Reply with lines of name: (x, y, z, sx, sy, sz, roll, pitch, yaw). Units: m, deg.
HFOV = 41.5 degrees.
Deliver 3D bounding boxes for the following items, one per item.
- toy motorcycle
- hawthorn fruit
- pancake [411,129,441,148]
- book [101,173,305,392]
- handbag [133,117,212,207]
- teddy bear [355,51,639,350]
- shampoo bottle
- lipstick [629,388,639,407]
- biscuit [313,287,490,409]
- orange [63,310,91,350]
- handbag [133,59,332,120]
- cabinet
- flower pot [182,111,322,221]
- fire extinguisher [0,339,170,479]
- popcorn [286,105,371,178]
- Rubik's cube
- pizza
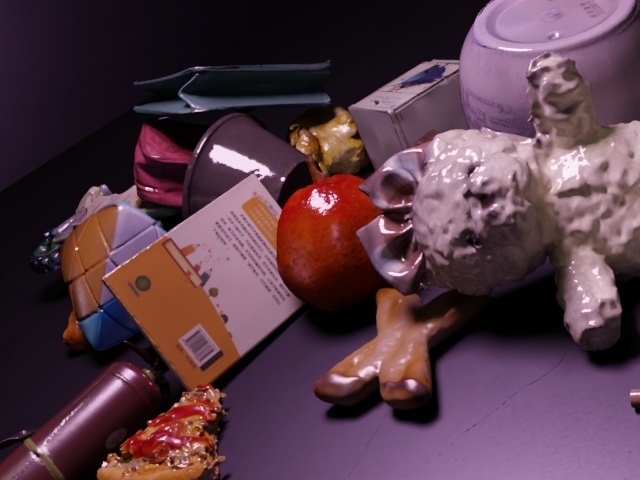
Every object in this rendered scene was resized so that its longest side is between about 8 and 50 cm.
toy motorcycle: (-0.403, -0.020, 1.722, 0.410, 0.168, 0.237, -3, 39, 30)
hawthorn fruit: (0.020, -0.017, 1.189, 0.197, 0.225, 0.196, -17, 19, 6)
pancake: (0.280, -0.144, 1.364, 0.288, 0.033, 0.286, -38, 36, -25)
book: (-0.138, 0.056, 1.223, 0.295, 0.208, 0.020, -38, 1, -33)
handbag: (-0.238, -0.139, 1.600, 0.225, 0.135, 0.146, 4, 37, -13)
teddy bear: (0.248, -0.046, 0.908, 0.362, 0.327, 0.375, 0, -4, -8)
shampoo bottle: (0.332, -0.200, 1.160, 0.273, 0.266, 0.273, -12, 39, 10)
lipstick: (0.336, 0.145, 0.782, 0.094, 0.019, 0.019, -9, 29, 35)
biscuit: (0.100, 0.127, 1.032, 0.164, 0.047, 0.208, -3, 32, 38)
orange: (-0.417, 0.153, 1.497, 0.086, 0.062, 0.086, -55, 24, 39)
handbag: (-0.157, -0.276, 1.581, 0.326, 0.089, 0.238, -12, 11, -38)
cabinet: (0.191, -0.227, 1.541, 0.206, 0.150, 0.145, -34, 24, -17)
flower pot: (-0.097, -0.076, 1.467, 0.166, 0.269, 0.269, 17, 44, 27)
fire extinguisher: (-0.323, 0.250, 1.108, 0.341, 0.141, 0.105, -45, 24, -30)
popcorn: (-0.003, -0.183, 1.629, 0.195, 0.173, 0.168, -30, 61, -35)
Rubik's cube: (-0.308, 0.024, 1.450, 0.254, 0.254, 0.254, -22, 24, 10)
pizza: (-0.181, 0.242, 1.072, 0.188, 0.062, 0.199, -12, 26, 27)
